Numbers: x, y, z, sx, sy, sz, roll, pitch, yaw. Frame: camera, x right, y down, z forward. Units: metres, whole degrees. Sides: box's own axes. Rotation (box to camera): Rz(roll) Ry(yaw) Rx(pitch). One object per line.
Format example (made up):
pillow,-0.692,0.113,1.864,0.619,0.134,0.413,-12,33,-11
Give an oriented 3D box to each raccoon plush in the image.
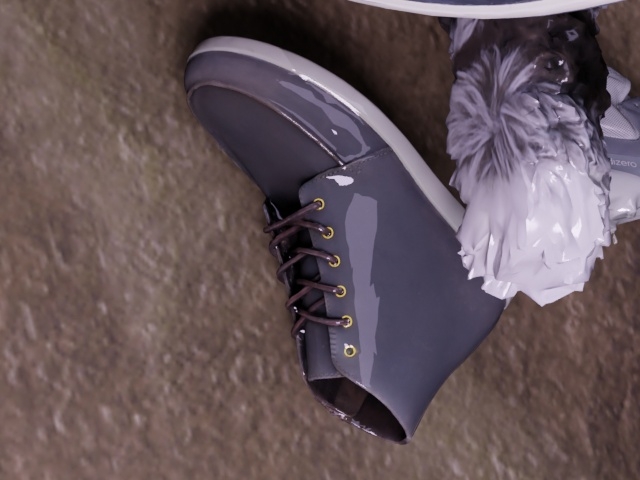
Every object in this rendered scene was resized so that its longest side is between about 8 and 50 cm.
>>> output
raccoon plush,0.177,-0.178,0.902,0.299,0.216,0.446,3,82,-28

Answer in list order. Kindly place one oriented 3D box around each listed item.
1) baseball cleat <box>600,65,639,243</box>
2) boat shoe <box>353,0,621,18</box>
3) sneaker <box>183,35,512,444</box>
baseball cleat,0.206,-0.060,0.962,0.206,0.072,0.109,-8,73,-34
boat shoe,-0.001,-0.202,0.685,0.500,0.156,0.187,5,85,12
sneaker,0.000,0.000,0.827,0.222,0.083,0.118,41,62,-15
